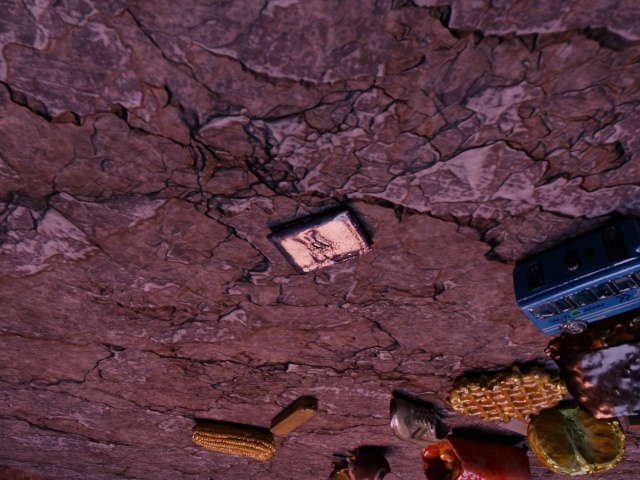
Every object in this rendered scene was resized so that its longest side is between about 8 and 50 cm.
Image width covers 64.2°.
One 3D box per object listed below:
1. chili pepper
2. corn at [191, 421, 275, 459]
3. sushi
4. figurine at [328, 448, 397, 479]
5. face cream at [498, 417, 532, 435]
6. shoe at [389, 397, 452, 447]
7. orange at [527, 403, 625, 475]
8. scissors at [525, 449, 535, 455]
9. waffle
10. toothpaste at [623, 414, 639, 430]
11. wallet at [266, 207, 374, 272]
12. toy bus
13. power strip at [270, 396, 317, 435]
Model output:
[{"bbox_3d":[0.501,0.755,1.642,0.306,0.229,0.251,12,157,-10],"label":"chili pepper"},{"bbox_3d":[-0.294,0.676,1.734,0.292,0.101,0.101,15,140,-7],"label":"corn"},{"bbox_3d":[0.610,0.190,0.941,0.349,0.207,0.234,-25,177,21],"label":"sushi"},{"bbox_3d":[0.156,0.840,1.832,0.275,0.158,0.161,-38,85,42],"label":"figurine"},{"bbox_3d":[0.664,0.575,1.536,0.224,0.070,0.114,18,140,-2],"label":"face cream"},{"bbox_3d":[0.287,0.526,1.482,0.098,0.103,0.275,-23,139,29],"label":"shoe"},{"bbox_3d":[0.692,0.544,1.390,0.237,0.179,0.158,-14,142,12],"label":"orange"},{"bbox_3d":[0.757,0.679,1.608,0.447,0.029,0.193,24,142,-38],"label":"scissors"},{"bbox_3d":[0.484,0.403,1.339,0.282,0.058,0.301,26,135,-26],"label":"waffle"},{"bbox_3d":[0.944,0.497,1.393,0.194,0.070,0.044,-8,141,15],"label":"toothpaste"},{"bbox_3d":[0.000,-0.001,0.914,0.166,0.030,0.111,-17,131,23],"label":"wallet"},{"bbox_3d":[0.468,0.064,0.877,0.134,0.113,0.246,36,134,-25],"label":"toy bus"},{"bbox_3d":[-0.083,0.551,1.594,0.064,0.044,0.305,19,140,-17],"label":"power strip"}]
